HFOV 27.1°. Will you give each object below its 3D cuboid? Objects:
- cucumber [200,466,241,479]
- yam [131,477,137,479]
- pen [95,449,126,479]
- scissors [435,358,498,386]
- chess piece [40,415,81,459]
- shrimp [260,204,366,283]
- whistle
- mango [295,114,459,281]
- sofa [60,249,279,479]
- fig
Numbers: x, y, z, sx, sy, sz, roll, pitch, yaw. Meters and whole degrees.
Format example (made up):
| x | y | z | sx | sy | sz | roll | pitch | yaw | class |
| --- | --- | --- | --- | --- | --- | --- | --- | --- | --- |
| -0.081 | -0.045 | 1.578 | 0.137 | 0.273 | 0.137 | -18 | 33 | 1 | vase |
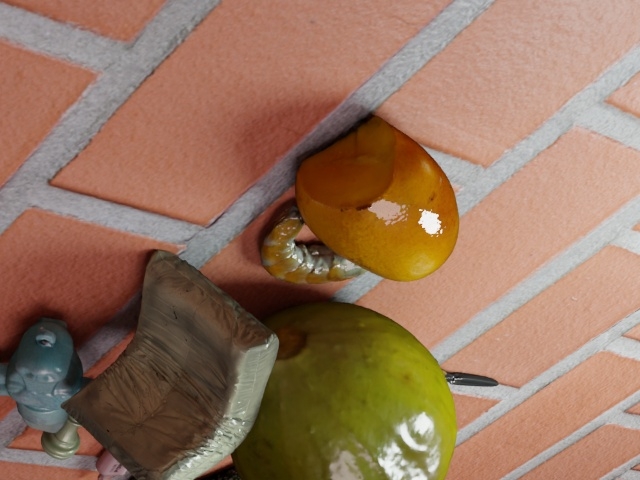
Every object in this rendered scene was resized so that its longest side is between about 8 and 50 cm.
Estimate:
| x | y | z | sx | sy | sz | roll | pitch | yaw | class |
| --- | --- | --- | --- | --- | --- | --- | --- | --- | --- |
| -0.211 | 0.447 | 2.295 | 0.245 | 0.067 | 0.067 | -21 | 148 | 9 | cucumber |
| -0.295 | 0.407 | 2.206 | 0.043 | 0.043 | 0.094 | 12 | 139 | -39 | yam |
| -0.313 | 0.333 | 2.093 | 0.053 | 0.032 | 0.197 | 5 | 140 | -33 | pen |
| 0.221 | 0.231 | 2.222 | 0.220 | 0.017 | 0.088 | 11 | 137 | -40 | scissors |
| -0.357 | 0.255 | 1.938 | 0.059 | 0.059 | 0.149 | 7 | 133 | -34 | chess piece |
| 0.000 | 0.000 | 1.732 | 0.161 | 0.049 | 0.166 | -8 | 144 | -7 | shrimp |
| -0.373 | 0.190 | 1.793 | 0.186 | 0.093 | 0.274 | 10 | 146 | -5 | whistle |
| 0.087 | -0.027 | 1.647 | 0.187 | 0.138 | 0.257 | -18 | 144 | 23 | mango |
| -0.189 | 0.165 | 1.678 | 0.176 | 0.210 | 0.225 | -25 | 145 | -44 | sofa |
| 0.018 | 0.233 | 1.853 | 0.343 | 0.343 | 0.343 | -13 | 148 | -8 | fig |
